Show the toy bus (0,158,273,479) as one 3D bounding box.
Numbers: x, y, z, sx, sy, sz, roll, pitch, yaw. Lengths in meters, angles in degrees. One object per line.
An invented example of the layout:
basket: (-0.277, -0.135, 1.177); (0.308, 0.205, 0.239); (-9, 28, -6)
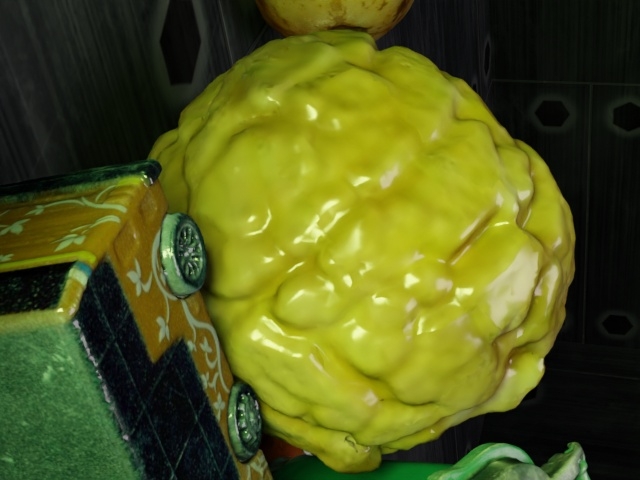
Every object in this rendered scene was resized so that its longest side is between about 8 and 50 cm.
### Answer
toy bus: (-0.150, 0.129, 0.755); (0.194, 0.162, 0.323); (-69, 147, -58)

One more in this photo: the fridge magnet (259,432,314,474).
fridge magnet: (-0.040, 0.352, 1.275); (0.363, 0.155, 0.363); (5, 90, -73)

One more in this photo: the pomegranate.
pomegranate: (0.012, -0.325, 1.218); (0.215, 0.215, 0.215); (5, 90, -73)

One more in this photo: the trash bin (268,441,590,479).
trash bin: (0.058, 0.310, 0.950); (0.295, 0.381, 0.259); (-32, 103, -26)

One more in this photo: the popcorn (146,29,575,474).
popcorn: (0.015, 0.000, 0.950); (0.344, 0.390, 0.354); (-46, 122, -47)
